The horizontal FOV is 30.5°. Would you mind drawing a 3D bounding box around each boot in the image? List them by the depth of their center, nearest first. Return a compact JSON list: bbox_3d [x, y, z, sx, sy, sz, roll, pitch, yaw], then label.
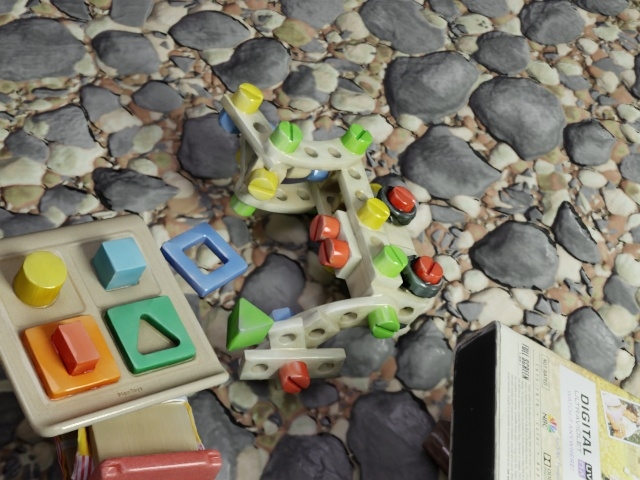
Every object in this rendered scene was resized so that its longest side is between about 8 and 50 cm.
[{"bbox_3d":[0.123,0.231,1.124,0.106,0.037,0.114,-14,59,-36],"label":"boot"}]

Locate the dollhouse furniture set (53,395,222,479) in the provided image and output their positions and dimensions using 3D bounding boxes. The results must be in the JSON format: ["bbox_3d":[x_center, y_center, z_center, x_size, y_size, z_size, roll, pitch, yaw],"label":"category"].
[{"bbox_3d":[-0.292,0.148,0.979,0.374,0.152,0.201,2,50,-29],"label":"dollhouse furniture set"}]

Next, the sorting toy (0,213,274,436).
[{"bbox_3d":[-0.188,0.056,0.976,0.348,0.047,0.196,-14,59,-38],"label":"sorting toy"}]

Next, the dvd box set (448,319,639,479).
[{"bbox_3d":[0.282,0.283,0.982,0.421,0.062,0.307,28,47,-24],"label":"dvd box set"}]

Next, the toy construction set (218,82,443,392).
[{"bbox_3d":[0.000,0.000,1.207,0.215,0.151,0.327,14,56,-31],"label":"toy construction set"}]
